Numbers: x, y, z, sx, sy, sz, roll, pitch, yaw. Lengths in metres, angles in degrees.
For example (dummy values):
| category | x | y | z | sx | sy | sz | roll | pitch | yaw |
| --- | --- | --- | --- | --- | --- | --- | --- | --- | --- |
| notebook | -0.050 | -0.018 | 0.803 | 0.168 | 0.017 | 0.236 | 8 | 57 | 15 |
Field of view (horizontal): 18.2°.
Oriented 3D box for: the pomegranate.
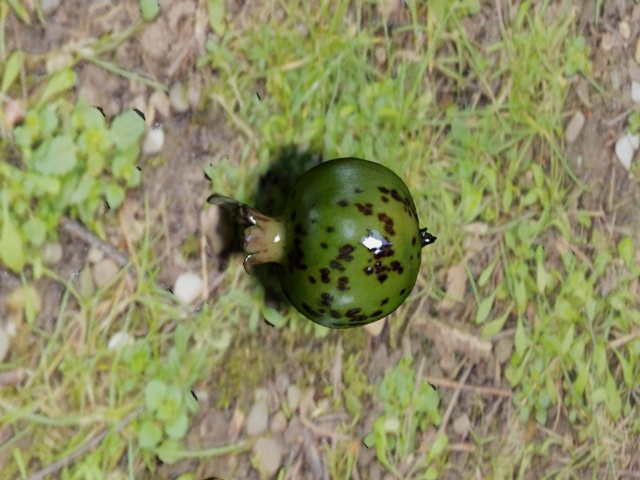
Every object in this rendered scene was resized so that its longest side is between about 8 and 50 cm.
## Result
| category | x | y | z | sx | sy | sz | roll | pitch | yaw |
| --- | --- | --- | --- | --- | --- | --- | --- | --- | --- |
| pomegranate | 0.000 | 0.000 | 1.384 | 0.161 | 0.122 | 0.122 | 7 | 88 | -15 |

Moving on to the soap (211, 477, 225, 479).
| category | x | y | z | sx | sy | sz | roll | pitch | yaw |
| --- | --- | --- | --- | --- | --- | --- | --- | --- | --- |
| soap | -0.070 | 0.209 | 1.391 | 0.034 | 0.012 | 0.089 | -20 | 107 | -42 |
